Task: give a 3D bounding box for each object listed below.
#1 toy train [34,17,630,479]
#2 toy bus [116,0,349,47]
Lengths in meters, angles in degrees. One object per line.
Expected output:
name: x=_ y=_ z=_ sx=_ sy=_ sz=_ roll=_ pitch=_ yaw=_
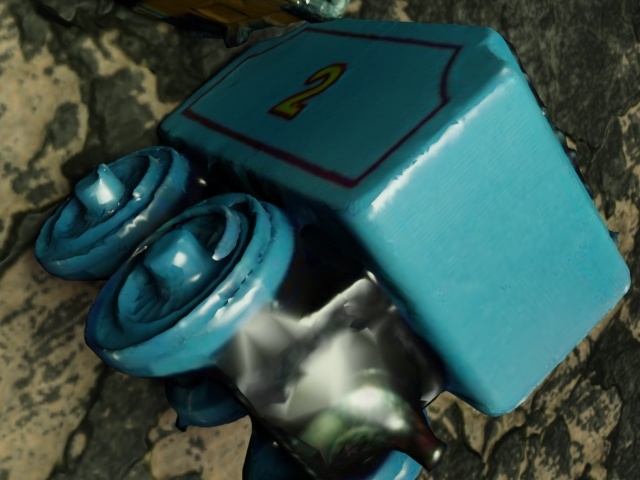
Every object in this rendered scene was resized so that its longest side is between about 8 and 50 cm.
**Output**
toy train: x=0.000 y=0.000 z=0.528 sx=0.265 sy=0.300 sz=0.188 roll=-42 pitch=118 yaw=-11
toy bus: x=-0.136 y=-0.228 z=0.469 sx=0.323 sy=0.194 sz=0.162 roll=18 pitch=85 yaw=-32
